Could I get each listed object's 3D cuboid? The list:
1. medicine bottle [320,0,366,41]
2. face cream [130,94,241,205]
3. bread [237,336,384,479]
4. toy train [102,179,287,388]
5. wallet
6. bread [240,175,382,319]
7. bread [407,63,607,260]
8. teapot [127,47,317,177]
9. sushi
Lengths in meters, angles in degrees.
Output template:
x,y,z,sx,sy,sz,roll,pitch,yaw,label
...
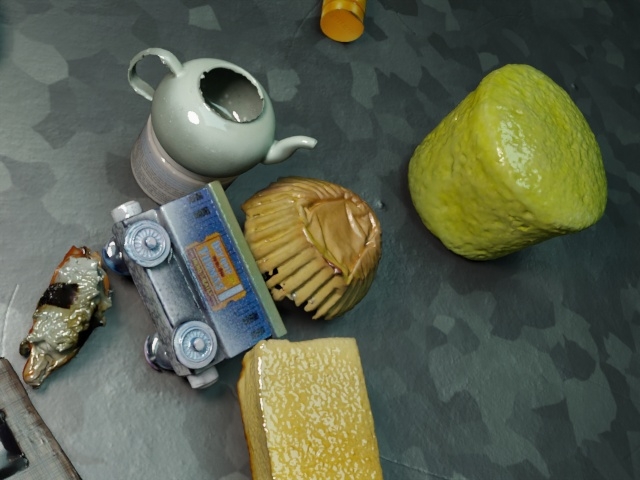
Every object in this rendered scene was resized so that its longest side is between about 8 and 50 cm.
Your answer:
x,y,z,sx,sy,sz,roll,pitch,yaw,label
0.056,-0.536,1.760,0.096,0.096,0.192,20,55,-20,medicine bottle
-0.215,-0.154,1.347,0.177,0.153,0.177,15,58,-25,face cream
-0.016,0.281,1.160,0.184,0.114,0.275,0,69,-28,bread
-0.191,0.063,1.219,0.202,0.131,0.300,-26,95,-35,toy train
-0.412,0.275,1.056,0.124,0.042,0.230,-29,83,-41,wallet
0.000,0.000,1.359,0.274,0.149,0.274,32,43,-35,bread
0.365,-0.133,1.580,0.348,0.308,0.348,19,53,-28,bread
-0.157,-0.192,1.220,0.294,0.129,0.193,32,50,-14,teapot
-0.356,0.106,1.148,0.097,0.103,0.226,26,61,-17,sushi
